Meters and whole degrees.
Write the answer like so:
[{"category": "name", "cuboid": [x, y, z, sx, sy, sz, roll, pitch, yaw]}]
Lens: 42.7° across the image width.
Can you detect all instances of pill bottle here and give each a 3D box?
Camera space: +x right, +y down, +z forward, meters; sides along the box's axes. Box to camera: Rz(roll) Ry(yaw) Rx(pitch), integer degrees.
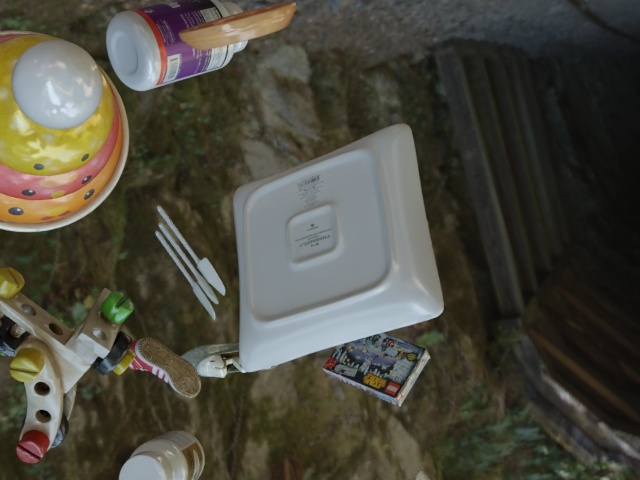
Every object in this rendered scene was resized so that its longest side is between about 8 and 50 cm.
[{"category": "pill bottle", "cuboid": [-0.340, 0.489, 1.756, 0.131, 0.131, 0.229, -16, 174, 7]}, {"category": "pill bottle", "cuboid": [-0.330, -0.477, 1.941, 0.323, 0.182, 0.181, -28, -170, -40]}]

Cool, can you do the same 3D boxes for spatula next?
[{"category": "spatula", "cuboid": [-0.280, 0.042, 1.738, 0.019, 0.242, 0.168, -30, 163, -24]}]

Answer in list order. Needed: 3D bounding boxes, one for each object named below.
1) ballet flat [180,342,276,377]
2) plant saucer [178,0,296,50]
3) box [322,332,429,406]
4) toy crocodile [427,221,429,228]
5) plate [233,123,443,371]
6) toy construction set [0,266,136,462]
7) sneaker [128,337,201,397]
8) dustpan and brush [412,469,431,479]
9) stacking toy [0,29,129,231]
[{"category": "ballet flat", "cuboid": [-0.185, 0.247, 1.681, 0.213, 0.072, 0.068, -8, -146, -15]}, {"category": "plant saucer", "cuboid": [-0.133, -0.352, 1.349, 0.200, 0.037, 0.200, -13, -162, 5]}, {"category": "box", "cuboid": [0.084, 0.185, 1.241, 0.137, 0.027, 0.094, 16, -121, 35]}, {"category": "toy crocodile", "cuboid": [0.148, 0.039, 1.455, 0.105, 0.115, 0.340, -6, -167, 7]}, {"category": "plate", "cuboid": [0.000, 0.000, 1.029, 0.277, 0.278, 0.045, -20, 148, 23]}, {"category": "toy construction set", "cuboid": [-0.368, 0.119, 0.975, 0.237, 0.257, 0.309, -39, 171, 18]}, {"category": "sneaker", "cuboid": [-0.221, 0.175, 1.130, 0.067, 0.118, 0.042, -9, -139, 48]}, {"category": "dustpan and brush", "cuboid": [0.121, 0.341, 0.847, 0.060, 0.147, 0.211, -45, 174, 40]}, {"category": "stacking toy", "cuboid": [-0.433, -0.197, 1.242, 0.350, 0.351, 0.480, -18, -175, -23]}]
